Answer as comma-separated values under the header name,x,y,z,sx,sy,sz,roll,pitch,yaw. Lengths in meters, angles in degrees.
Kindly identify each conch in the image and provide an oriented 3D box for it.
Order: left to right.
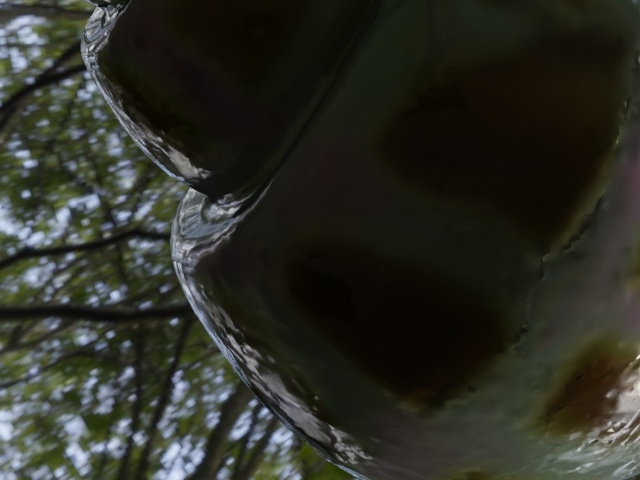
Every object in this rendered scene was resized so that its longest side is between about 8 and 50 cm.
name,x,y,z,sx,sy,sz,roll,pitch,yaw
conch,0.054,-0.041,0.554,0.197,0.368,0.249,4,-123,30
